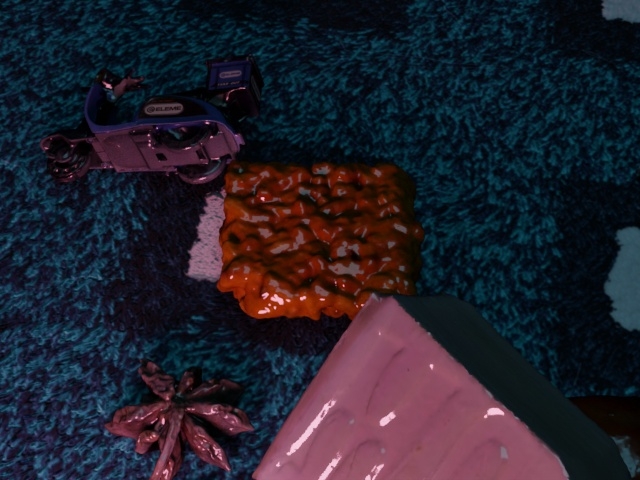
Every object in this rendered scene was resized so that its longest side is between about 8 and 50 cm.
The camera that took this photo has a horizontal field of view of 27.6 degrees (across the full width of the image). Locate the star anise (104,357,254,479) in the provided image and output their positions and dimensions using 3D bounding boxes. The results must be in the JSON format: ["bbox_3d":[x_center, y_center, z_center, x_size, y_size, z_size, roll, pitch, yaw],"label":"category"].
[{"bbox_3d":[-0.198,0.255,1.804,0.209,0.089,0.231,-10,42,0],"label":"star anise"}]

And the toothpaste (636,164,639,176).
[{"bbox_3d":[0.613,-0.049,2.089,0.248,0.047,0.078,39,63,22],"label":"toothpaste"}]

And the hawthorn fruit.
[{"bbox_3d":[0.349,0.303,1.720,0.250,0.215,0.215,-1,53,0],"label":"hawthorn fruit"}]

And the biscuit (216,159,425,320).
[{"bbox_3d":[0.000,0.000,1.988,0.312,0.110,0.318,1,52,-3],"label":"biscuit"}]

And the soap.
[{"bbox_3d":[0.168,0.313,1.592,0.435,0.213,0.350,43,101,30],"label":"soap"}]

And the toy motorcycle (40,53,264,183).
[{"bbox_3d":[-0.277,-0.192,2.099,0.359,0.125,0.212,-4,55,12],"label":"toy motorcycle"}]
